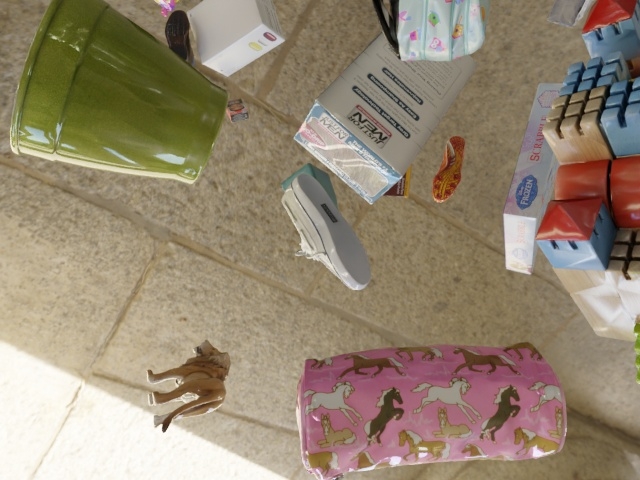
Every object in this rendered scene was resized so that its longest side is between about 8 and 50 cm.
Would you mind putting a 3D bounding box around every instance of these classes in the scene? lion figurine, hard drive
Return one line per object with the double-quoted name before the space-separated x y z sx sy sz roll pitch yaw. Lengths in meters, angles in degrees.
"lion figurine" -0.327 0.392 1.191 0.240 0.392 0.142 -4 98 -24
"hard drive" 0.594 -0.618 0.940 0.064 0.339 0.237 29 139 19

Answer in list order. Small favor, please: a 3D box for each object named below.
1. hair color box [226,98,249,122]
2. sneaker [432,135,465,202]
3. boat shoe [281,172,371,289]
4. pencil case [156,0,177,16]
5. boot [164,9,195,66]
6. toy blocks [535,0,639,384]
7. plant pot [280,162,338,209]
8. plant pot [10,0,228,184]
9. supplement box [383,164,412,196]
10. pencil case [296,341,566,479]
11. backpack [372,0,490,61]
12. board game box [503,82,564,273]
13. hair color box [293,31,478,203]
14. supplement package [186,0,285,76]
"hair color box" -0.329 -0.510 1.752 0.072 0.141 0.043 -17 127 -11
"sneaker" 0.322 -0.169 1.102 0.064 0.067 0.175 19 77 21
"boat shoe" -0.006 0.000 1.262 0.156 0.135 0.367 -43 75 37
"pencil case" -0.375 -0.730 1.208 0.104 0.104 0.236 41 82 -26
"boot" -0.471 -0.656 1.508 0.082 0.106 0.219 -2 74 -5
"toy blocks" 0.333 -0.080 0.467 0.261 0.190 0.381 42 66 -31
"plant pot" -0.030 -0.173 1.930 0.165 0.234 0.165 -33 154 23
"plant pot" -0.406 -0.293 0.983 0.352 0.366 0.367 20 111 -24
"supplement box" 0.284 -0.295 1.929 0.194 0.129 0.191 3 106 1
"pencil case" 0.158 0.249 0.667 0.385 0.160 0.167 -5 123 -3
"backpack" 0.118 -0.281 0.460 0.115 0.152 0.182 6 113 22
"board game box" 0.490 -0.125 1.022 0.318 0.065 0.319 -68 151 -16
"hair color box" 0.124 -0.246 0.775 0.174 0.347 0.105 40 148 -5
"supplement package" -0.288 -0.728 1.523 0.261 0.145 0.204 -21 82 25
